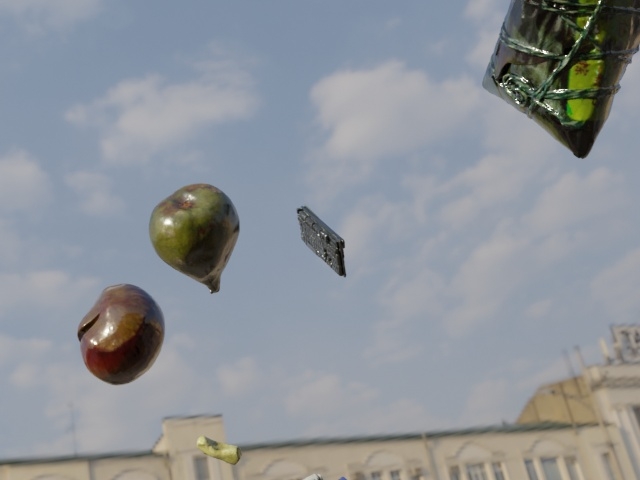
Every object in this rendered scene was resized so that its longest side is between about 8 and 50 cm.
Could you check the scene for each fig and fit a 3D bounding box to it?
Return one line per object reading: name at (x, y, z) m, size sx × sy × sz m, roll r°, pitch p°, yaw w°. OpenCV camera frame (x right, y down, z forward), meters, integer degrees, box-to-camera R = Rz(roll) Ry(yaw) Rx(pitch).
fig at (-0.189, 0.005, 1.474) m, size 0.126 × 0.133 × 0.185 m, roll 20°, pitch -44°, yaw -4°

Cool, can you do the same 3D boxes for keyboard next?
keyboard at (-0.001, 0.000, 1.780) m, size 0.023 × 0.231 × 0.072 m, roll -10°, pitch -71°, yaw -15°

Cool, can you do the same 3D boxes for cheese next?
cheese at (-0.181, 0.372, 1.818) m, size 0.083 × 0.030 × 0.044 m, roll 23°, pitch -44°, yaw 2°

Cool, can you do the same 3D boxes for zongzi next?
zongzi at (0.472, -0.373, 1.736) m, size 0.362 × 0.319 × 0.384 m, roll -12°, pitch -51°, yaw -22°

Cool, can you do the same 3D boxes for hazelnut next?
hazelnut at (-0.468, 0.224, 2.458) m, size 0.217 × 0.252 × 0.217 m, roll -1°, pitch -44°, yaw -1°

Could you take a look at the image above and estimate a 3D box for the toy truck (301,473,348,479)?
toy truck at (0.061, 0.565, 2.067) m, size 0.161 × 0.213 × 0.177 m, roll -30°, pitch -62°, yaw -22°
